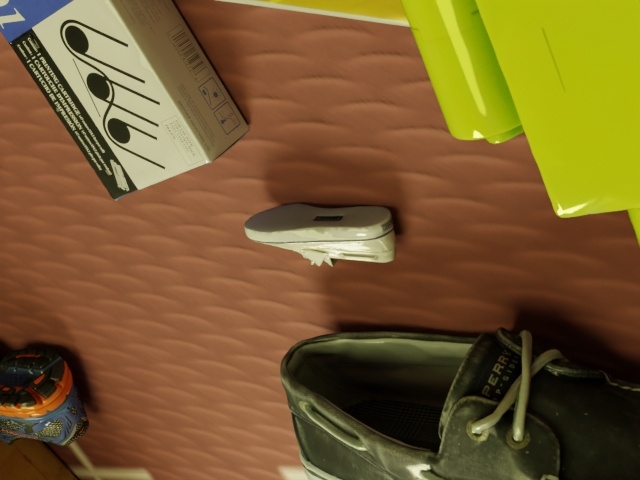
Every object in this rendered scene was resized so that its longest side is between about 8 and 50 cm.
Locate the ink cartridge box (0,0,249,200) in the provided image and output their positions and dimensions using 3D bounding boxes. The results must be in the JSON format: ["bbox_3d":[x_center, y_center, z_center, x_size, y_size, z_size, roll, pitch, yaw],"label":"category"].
[{"bbox_3d":[-0.137,-0.129,0.563,0.097,0.046,0.207,-15,113,41],"label":"ink cartridge box"}]

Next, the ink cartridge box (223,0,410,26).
[{"bbox_3d":[0.079,-0.216,0.322,0.304,0.072,0.307,15,132,27],"label":"ink cartridge box"}]

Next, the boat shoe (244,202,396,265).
[{"bbox_3d":[0.000,0.000,0.576,0.100,0.035,0.035,0,120,29],"label":"boat shoe"}]

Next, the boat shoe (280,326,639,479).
[{"bbox_3d":[0.100,0.110,0.523,0.335,0.121,0.119,-5,124,41],"label":"boat shoe"}]

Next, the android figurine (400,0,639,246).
[{"bbox_3d":[0.129,-0.098,0.295,0.248,0.056,0.272,-8,119,38],"label":"android figurine"}]

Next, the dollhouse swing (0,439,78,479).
[{"bbox_3d":[-0.326,0.395,0.933,0.347,0.305,0.315,50,137,-9],"label":"dollhouse swing"}]

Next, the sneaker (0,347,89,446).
[{"bbox_3d":[-0.298,0.146,0.881,0.221,0.083,0.087,5,134,38],"label":"sneaker"}]
